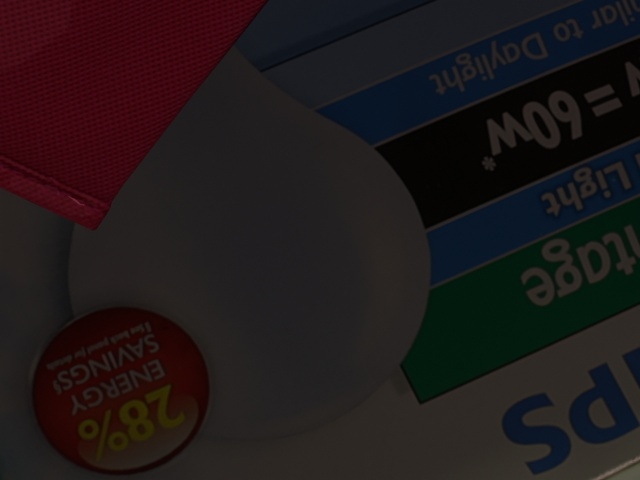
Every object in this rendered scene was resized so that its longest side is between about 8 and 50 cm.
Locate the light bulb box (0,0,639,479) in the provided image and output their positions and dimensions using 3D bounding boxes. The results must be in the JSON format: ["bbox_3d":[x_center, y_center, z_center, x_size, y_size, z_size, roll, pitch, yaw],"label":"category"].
[{"bbox_3d":[0.000,0.000,0.860,0.358,0.361,0.225,-24,158,-11],"label":"light bulb box"}]

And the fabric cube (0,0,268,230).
[{"bbox_3d":[-0.114,-0.206,0.482,0.254,0.259,0.258,28,107,-44],"label":"fabric cube"}]
